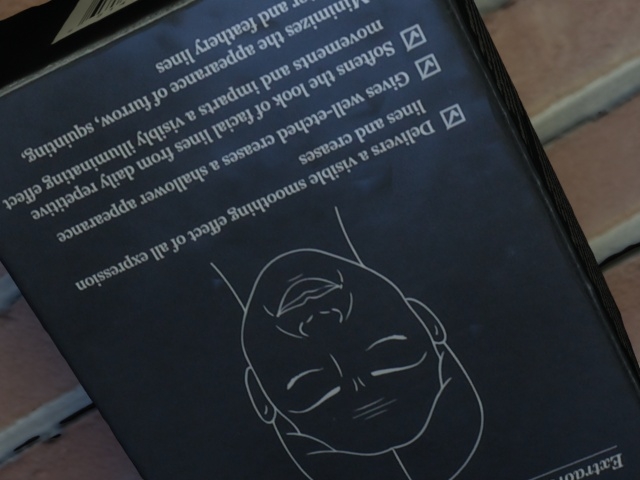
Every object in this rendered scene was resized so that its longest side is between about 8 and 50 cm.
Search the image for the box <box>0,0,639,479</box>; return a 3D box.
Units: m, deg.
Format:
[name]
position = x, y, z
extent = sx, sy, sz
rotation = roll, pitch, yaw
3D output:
[box]
position = 0.000, 0.000, 0.937
extent = 0.294, 0.212, 0.395
rotation = -24, 111, 12
